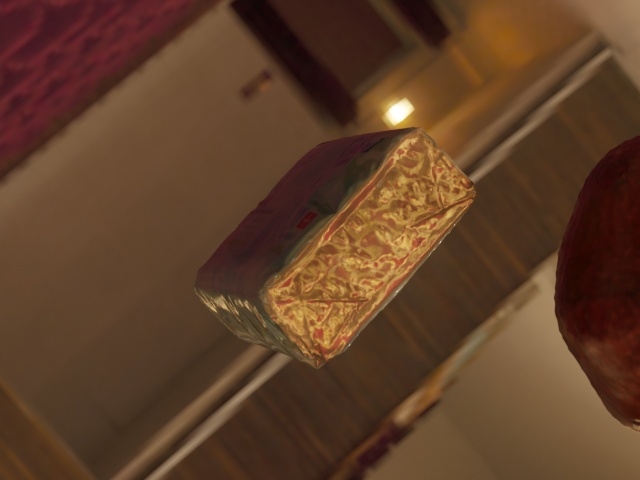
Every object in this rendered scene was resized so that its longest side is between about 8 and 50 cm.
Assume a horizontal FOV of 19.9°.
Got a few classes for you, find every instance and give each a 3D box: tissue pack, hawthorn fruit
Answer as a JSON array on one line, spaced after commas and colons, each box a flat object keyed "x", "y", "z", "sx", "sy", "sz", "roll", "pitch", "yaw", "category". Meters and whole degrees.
[{"x": 0.000, "y": 0.000, "z": 1.386, "sx": 0.177, "sy": 0.089, "sz": 0.263, "roll": -47, "pitch": -167, "yaw": -9, "category": "tissue pack"}, {"x": 0.293, "y": 0.028, "z": 1.283, "sx": 0.254, "sy": 0.254, "sz": 0.300, "roll": -37, "pitch": 174, "yaw": 13, "category": "hawthorn fruit"}]
